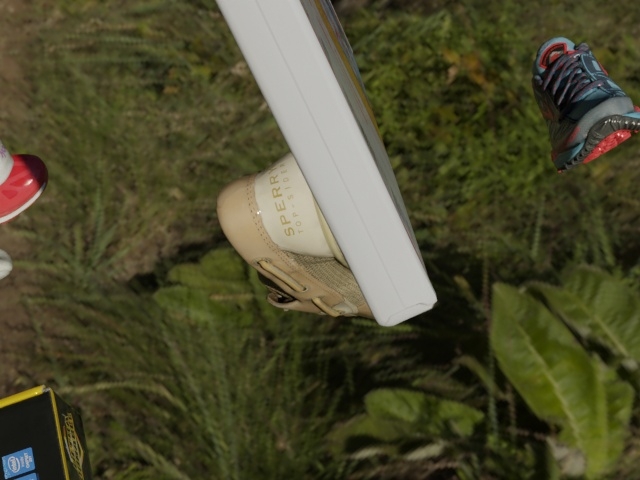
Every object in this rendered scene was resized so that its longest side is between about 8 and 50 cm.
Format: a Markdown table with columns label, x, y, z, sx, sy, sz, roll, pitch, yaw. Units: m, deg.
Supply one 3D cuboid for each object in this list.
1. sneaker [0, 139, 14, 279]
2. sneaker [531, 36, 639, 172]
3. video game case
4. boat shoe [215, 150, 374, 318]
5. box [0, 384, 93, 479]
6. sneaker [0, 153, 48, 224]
| label | x | y | z | sx | sy | sz | roll | pitch | yaw |
| --- | --- | --- | --- | --- | --- | --- | --- | --- | --- |
| sneaker | -0.295 | -0.086 | 0.733 | 0.114 | 0.152 | 0.305 | -133 | -151 | -58 |
| sneaker | 0.267 | -0.154 | 1.195 | 0.125 | 0.104 | 0.262 | 57 | 10 | -8 |
| video game case | -0.021 | -0.117 | 0.456 | 0.285 | 0.025 | 0.204 | -99 | 164 | -63 |
| boat shoe | 0.000 | 0.000 | 0.890 | 0.341 | 0.110 | 0.121 | 57 | 17 | -71 |
| box | -0.297 | 0.309 | 0.892 | 0.079 | 0.257 | 0.321 | 70 | 2 | -61 |
| sneaker | -0.452 | -0.065 | 1.381 | 0.087 | 0.221 | 0.128 | 61 | -13 | 15 |
